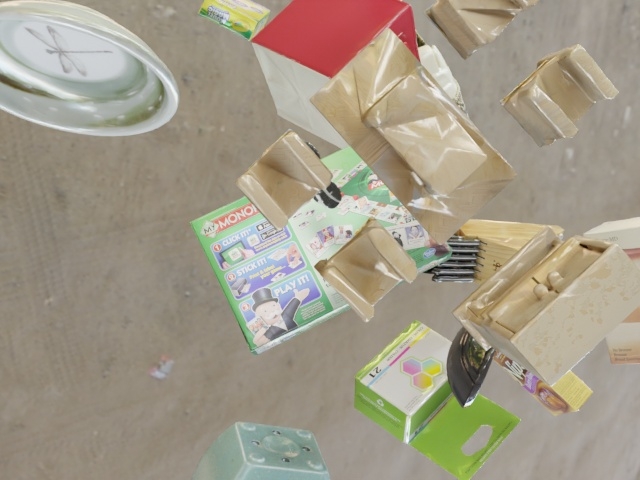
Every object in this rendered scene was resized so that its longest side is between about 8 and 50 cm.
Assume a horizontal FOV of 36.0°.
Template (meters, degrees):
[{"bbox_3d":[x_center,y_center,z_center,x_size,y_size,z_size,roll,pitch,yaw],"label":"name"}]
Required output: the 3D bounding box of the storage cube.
[{"bbox_3d":[0.031,-0.295,1.631,0.193,0.215,0.183,-47,147,-20],"label":"storage cube"}]

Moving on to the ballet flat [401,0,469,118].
[{"bbox_3d":[0.169,-0.375,2.023,0.164,0.482,0.182,-17,145,-16],"label":"ballet flat"}]

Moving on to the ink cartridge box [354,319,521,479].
[{"bbox_3d":[0.216,0.288,1.792,0.189,0.255,0.097,-39,146,-32],"label":"ink cartridge box"}]

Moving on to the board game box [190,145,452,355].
[{"bbox_3d":[0.000,0.000,1.422,0.317,0.213,0.046,-26,164,-4],"label":"board game box"}]

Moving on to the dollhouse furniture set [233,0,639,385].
[{"bbox_3d":[0.158,-0.051,1.138,0.362,0.394,0.256,-43,-174,-2],"label":"dollhouse furniture set"}]

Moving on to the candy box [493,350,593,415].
[{"bbox_3d":[0.375,0.224,1.726,0.053,0.187,0.109,-45,175,-15],"label":"candy box"}]

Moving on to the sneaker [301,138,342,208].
[{"bbox_3d":[-0.015,-0.087,1.284,0.040,0.044,0.109,-41,120,-19],"label":"sneaker"}]

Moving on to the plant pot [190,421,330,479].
[{"bbox_3d":[-0.096,0.463,1.710,0.248,0.247,0.252,-122,-134,-67],"label":"plant pot"}]

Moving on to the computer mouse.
[{"bbox_3d":[0.228,0.153,1.482,0.184,0.060,0.262,106,11,-52],"label":"computer mouse"}]

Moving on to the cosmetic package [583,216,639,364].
[{"bbox_3d":[0.683,0.105,2.107,0.129,0.153,0.296,-19,96,-48],"label":"cosmetic package"}]

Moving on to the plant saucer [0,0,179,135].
[{"bbox_3d":[-0.435,-0.313,1.694,0.400,0.401,0.100,47,47,-59],"label":"plant saucer"}]

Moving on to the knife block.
[{"bbox_3d":[0.283,0.010,1.806,0.276,0.242,0.088,-19,123,-51],"label":"knife block"}]

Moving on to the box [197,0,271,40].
[{"bbox_3d":[-0.157,-0.413,1.788,0.043,0.105,0.179,-62,-175,23],"label":"box"}]
